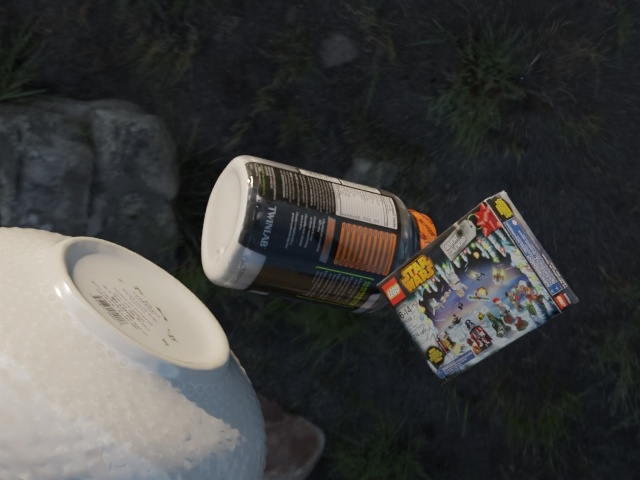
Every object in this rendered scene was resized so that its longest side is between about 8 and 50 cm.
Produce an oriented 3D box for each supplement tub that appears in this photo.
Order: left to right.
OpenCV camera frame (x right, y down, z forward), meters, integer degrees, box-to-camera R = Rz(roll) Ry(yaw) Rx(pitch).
[{"bbox_3d":[0.000,0.000,0.877,0.191,0.117,0.117,14,104,-23],"label":"supplement tub"}]

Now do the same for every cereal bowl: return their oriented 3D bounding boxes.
[{"bbox_3d":[-0.174,0.101,0.784,0.339,0.339,0.141,39,103,3],"label":"cereal bowl"}]

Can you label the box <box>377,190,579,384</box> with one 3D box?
[{"bbox_3d":[0.111,0.038,0.725,0.094,0.027,0.137,58,137,10],"label":"box"}]
